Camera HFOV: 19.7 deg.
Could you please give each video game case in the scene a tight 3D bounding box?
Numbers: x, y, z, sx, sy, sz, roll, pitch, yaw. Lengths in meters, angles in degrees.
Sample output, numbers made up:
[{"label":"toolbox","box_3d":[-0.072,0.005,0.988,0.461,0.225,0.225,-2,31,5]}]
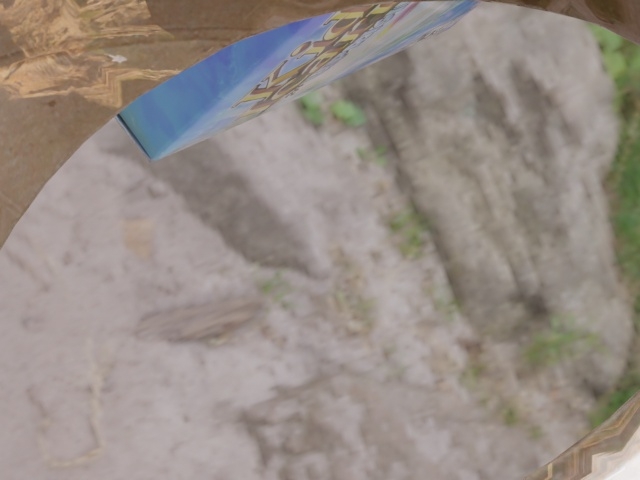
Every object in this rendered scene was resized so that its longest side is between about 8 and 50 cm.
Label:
[{"label":"video game case","box_3d":[0.064,-0.151,0.744,0.061,0.269,0.244,56,37,5]}]

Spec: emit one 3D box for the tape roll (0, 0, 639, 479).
[{"label":"tape roll","box_3d":[0.000,0.000,0.388,0.072,0.392,0.392,68,37,-49]}]
